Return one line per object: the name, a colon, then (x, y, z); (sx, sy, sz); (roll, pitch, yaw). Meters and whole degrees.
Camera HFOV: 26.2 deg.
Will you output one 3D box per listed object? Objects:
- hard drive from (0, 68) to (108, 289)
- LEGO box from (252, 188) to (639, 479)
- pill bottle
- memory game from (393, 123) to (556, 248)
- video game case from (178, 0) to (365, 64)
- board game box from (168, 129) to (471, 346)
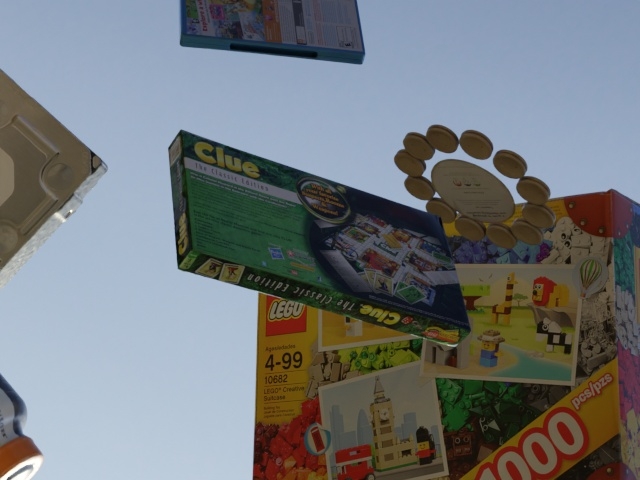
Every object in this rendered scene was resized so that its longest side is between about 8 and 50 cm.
hard drive: (-0.419, -0.031, 1.429); (0.237, 0.339, 0.064); (42, -7, 6)
LEGO box: (0.171, 0.168, 1.699); (0.500, 0.372, 0.193); (-10, -18, 34)
pill bottle: (-0.412, 0.175, 1.512); (0.245, 0.130, 0.130); (46, -40, 14)
memory game: (0.163, -0.055, 1.450); (0.186, 0.012, 0.186); (25, -29, 15)
video game case: (-0.046, -0.211, 1.259); (0.166, 0.119, 0.015); (4, -44, -11)
board game box: (0.000, 0.000, 1.126); (0.260, 0.136, 0.030); (18, -47, -26)
